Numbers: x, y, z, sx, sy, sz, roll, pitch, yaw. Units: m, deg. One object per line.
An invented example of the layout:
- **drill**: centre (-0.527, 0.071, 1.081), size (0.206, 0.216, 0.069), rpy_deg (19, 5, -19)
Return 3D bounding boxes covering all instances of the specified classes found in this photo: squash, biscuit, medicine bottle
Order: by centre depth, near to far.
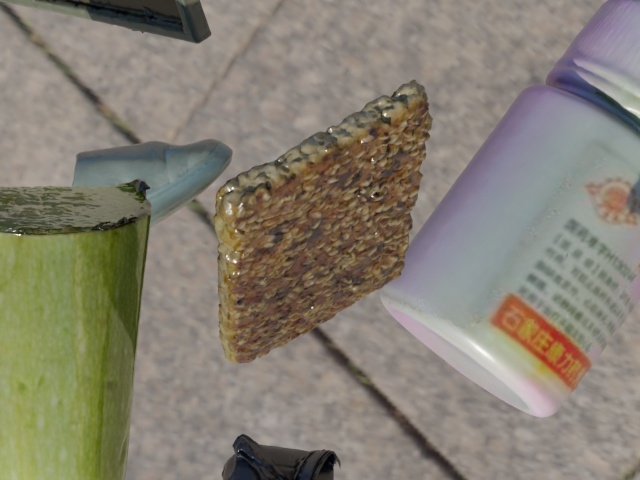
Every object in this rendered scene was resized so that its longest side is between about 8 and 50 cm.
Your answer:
- **squash**: centre (-0.157, 0.093, 0.955), size (0.137, 0.137, 0.287), rpy_deg (-9, 73, 28)
- **biscuit**: centre (0.000, 0.000, 0.980), size (0.131, 0.231, 0.025), rpy_deg (-29, 69, -14)
- **medicine bottle**: centre (0.250, -0.035, 1.751), size (0.219, 0.219, 0.388), rpy_deg (31, 81, 32)

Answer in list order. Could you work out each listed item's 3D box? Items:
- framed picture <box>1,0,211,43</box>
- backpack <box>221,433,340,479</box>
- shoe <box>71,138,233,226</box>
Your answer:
- **framed picture**: centre (-0.175, -0.223, 1.115), size (0.016, 0.184, 0.250), rpy_deg (-36, 32, -29)
- **backpack**: centre (-0.045, 0.290, 1.779), size (0.106, 0.120, 0.165), rpy_deg (120, 158, -52)
- **shoe**: centre (-0.207, -0.045, 1.723), size (0.251, 0.103, 0.100), rpy_deg (-34, 91, -16)
